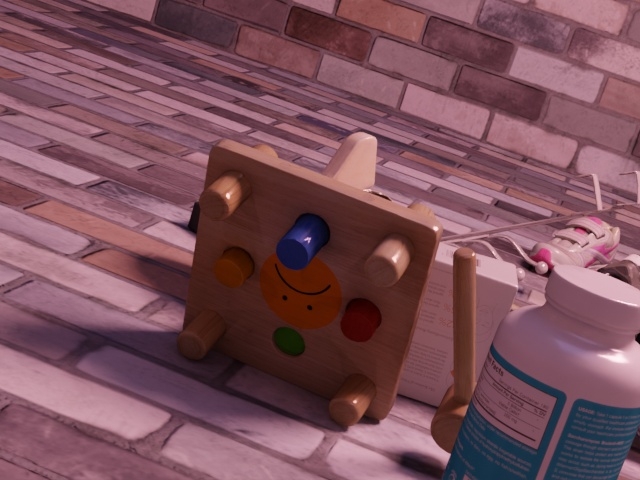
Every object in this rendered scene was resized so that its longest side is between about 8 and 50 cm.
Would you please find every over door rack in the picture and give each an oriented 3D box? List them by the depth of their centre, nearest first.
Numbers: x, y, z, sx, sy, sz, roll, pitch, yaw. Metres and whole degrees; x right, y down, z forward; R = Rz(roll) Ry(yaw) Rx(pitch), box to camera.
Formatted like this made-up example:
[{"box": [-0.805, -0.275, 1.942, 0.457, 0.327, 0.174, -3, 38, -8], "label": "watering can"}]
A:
[{"box": [0.329, -0.003, 1.904, 0.324, 0.108, 0.239, -24, -8, 29], "label": "over door rack"}]

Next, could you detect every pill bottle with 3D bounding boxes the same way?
[{"box": [0.206, 0.159, 1.098, 0.146, 0.264, 0.146, 17, 15, -5], "label": "pill bottle"}]

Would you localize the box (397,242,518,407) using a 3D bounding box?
[{"box": [0.141, 0.098, 1.430, 0.130, 0.171, 0.091, 19, 16, 2], "label": "box"}]

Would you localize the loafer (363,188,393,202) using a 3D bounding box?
[{"box": [0.075, -0.042, 2.019, 0.102, 0.092, 0.268, 16, 16, -14], "label": "loafer"}]

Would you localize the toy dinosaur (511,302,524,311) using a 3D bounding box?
[{"box": [0.385, 0.121, 1.877, 0.268, 0.064, 0.118, 13, 12, -1], "label": "toy dinosaur"}]

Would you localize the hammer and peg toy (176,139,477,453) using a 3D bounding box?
[{"box": [0.034, 0.058, 1.275, 0.361, 0.266, 0.127, 21, 34, 15], "label": "hammer and peg toy"}]

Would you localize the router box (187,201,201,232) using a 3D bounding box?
[{"box": [-0.085, -0.004, 1.780, 0.133, 0.046, 0.179, 1, 22, -47], "label": "router box"}]

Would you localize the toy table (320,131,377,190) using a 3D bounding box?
[{"box": [0.000, 0.000, 1.549, 0.160, 0.252, 0.274, -15, 40, -36], "label": "toy table"}]

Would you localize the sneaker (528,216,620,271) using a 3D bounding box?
[{"box": [0.473, 0.007, 2.277, 0.103, 0.111, 0.252, 27, 17, 32], "label": "sneaker"}]

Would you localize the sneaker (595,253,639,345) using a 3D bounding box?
[{"box": [0.469, 0.127, 1.804, 0.106, 0.078, 0.234, -6, 58, -29], "label": "sneaker"}]

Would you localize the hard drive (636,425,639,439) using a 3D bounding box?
[{"box": [0.472, 0.201, 1.548, 0.172, 0.054, 0.254, -11, 9, 15], "label": "hard drive"}]
